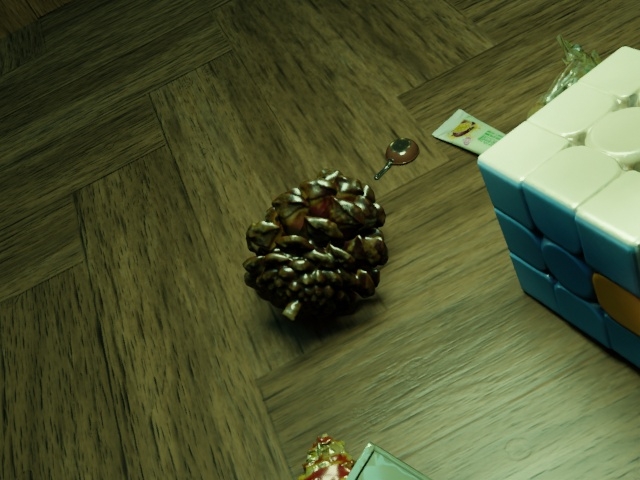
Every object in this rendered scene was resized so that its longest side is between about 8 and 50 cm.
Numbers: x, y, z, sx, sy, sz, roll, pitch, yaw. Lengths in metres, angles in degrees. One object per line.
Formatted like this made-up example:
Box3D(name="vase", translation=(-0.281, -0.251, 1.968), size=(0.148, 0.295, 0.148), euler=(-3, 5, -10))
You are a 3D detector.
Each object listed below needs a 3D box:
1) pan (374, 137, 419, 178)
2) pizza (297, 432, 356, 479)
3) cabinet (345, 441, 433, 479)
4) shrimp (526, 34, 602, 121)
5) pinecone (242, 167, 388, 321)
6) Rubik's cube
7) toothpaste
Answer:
Box3D(name="pan", translation=(0.143, -0.164, 1.487), size=(0.115, 0.023, 0.068), euler=(-45, 49, -18))
Box3D(name="pizza", translation=(0.007, 0.351, 1.059), size=(0.188, 0.062, 0.198), euler=(-15, 45, 8))
Box3D(name="cabinet", translation=(0.108, 0.373, 0.904), size=(0.206, 0.150, 0.145), euler=(28, 64, 17))
Box3D(name="shrimp", translation=(0.457, -0.262, 1.402), size=(0.168, 0.077, 0.317), euler=(-13, 49, 17))
Box3D(name="pinecone", translation=(0.000, 0.000, 1.264), size=(0.244, 0.244, 0.309), euler=(-3, 40, 22))
Box3D(name="Rubik's cube", translation=(0.441, -0.041, 1.034), size=(0.291, 0.290, 0.292), euler=(-38, 38, -10))
Box3D(name="toothpaste", translation=(0.334, -0.168, 1.392), size=(0.058, 0.055, 0.314), euler=(-6, 29, -35))
